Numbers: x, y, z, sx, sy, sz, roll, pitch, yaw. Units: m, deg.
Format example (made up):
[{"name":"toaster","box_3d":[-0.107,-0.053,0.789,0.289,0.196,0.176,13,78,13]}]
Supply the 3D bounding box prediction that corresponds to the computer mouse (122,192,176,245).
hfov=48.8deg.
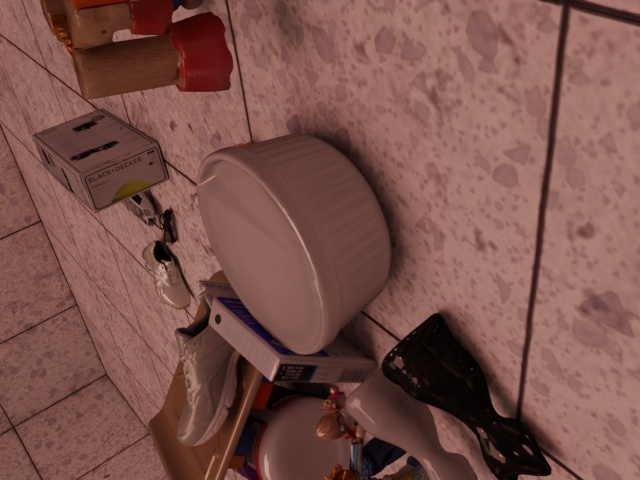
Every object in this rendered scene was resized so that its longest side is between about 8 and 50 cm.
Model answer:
[{"name":"computer mouse","box_3d":[-0.381,-0.069,1.561,0.193,0.042,0.106,37,151,29]}]

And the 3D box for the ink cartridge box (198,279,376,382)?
[{"name":"ink cartridge box","box_3d":[-0.054,0.134,1.024,0.208,0.206,0.045,37,106,40]}]

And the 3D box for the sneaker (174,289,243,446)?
[{"name":"sneaker","box_3d":[-0.187,0.191,1.105,0.099,0.121,0.262,23,91,61]}]

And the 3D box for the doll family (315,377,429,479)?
[{"name":"doll family","box_3d":[0.083,0.322,0.985,0.118,0.163,0.262,18,131,54]}]

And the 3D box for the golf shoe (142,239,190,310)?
[{"name":"golf shoe","box_3d":[-0.355,0.079,1.635,0.176,0.069,0.086,57,148,6]}]

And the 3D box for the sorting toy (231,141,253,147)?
[{"name":"sorting toy","box_3d":[-0.095,-0.096,1.025,0.075,0.045,0.083,44,150,16]}]

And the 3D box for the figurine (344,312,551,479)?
[{"name":"figurine","box_3d":[0.146,0.226,0.848,0.209,0.092,0.215,48,143,14]}]

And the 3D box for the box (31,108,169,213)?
[{"name":"box","box_3d":[-0.456,-0.171,1.444,0.290,0.169,0.087,30,140,45]}]

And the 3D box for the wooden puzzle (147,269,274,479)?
[{"name":"wooden puzzle","box_3d":[-0.176,0.256,1.248,0.322,0.081,0.347,34,100,59]}]

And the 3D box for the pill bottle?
[{"name":"pill bottle","box_3d":[-0.080,0.362,1.296,0.323,0.182,0.181,-7,110,63]}]

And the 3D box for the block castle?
[{"name":"block castle","box_3d":[-0.197,-0.397,0.722,0.303,0.213,0.453,49,148,47]}]

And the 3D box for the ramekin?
[{"name":"ramekin","box_3d":[-0.029,-0.006,0.869,0.273,0.127,0.272,41,148,33]}]
